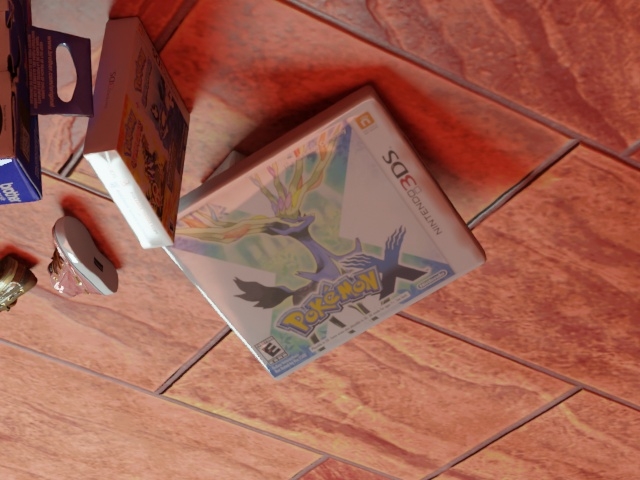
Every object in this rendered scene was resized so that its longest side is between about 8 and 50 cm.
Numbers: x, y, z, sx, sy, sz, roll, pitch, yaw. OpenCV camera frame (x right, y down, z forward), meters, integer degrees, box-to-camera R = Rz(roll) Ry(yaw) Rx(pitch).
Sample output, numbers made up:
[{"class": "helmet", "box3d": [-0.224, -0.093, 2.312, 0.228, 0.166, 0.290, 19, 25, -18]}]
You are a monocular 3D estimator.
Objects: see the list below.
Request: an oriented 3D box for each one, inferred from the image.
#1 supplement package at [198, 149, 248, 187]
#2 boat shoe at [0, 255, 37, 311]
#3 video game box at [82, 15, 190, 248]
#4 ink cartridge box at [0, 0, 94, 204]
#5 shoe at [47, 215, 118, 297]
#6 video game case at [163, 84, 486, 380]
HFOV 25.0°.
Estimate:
[{"class": "supplement package", "box3d": [-0.068, -0.022, 1.904, 0.179, 0.105, 0.105, 24, 141, -21]}, {"class": "boat shoe", "box3d": [-0.489, 0.086, 2.184, 0.060, 0.064, 0.178, 29, 138, -26]}, {"class": "video game box", "box3d": [-0.211, -0.126, 1.694, 0.048, 0.205, 0.187, -8, 144, 16]}, {"class": "ink cartridge box", "box3d": [-0.450, -0.173, 1.555, 0.395, 0.270, 0.151, -6, 163, -1]}, {"class": "shoe", "box3d": [-0.362, 0.029, 2.074, 0.081, 0.063, 0.178, -9, 147, 15]}, {"class": "video game case", "box3d": [0.000, 0.000, 1.825, 0.329, 0.036, 0.300, -30, 122, 12]}]
